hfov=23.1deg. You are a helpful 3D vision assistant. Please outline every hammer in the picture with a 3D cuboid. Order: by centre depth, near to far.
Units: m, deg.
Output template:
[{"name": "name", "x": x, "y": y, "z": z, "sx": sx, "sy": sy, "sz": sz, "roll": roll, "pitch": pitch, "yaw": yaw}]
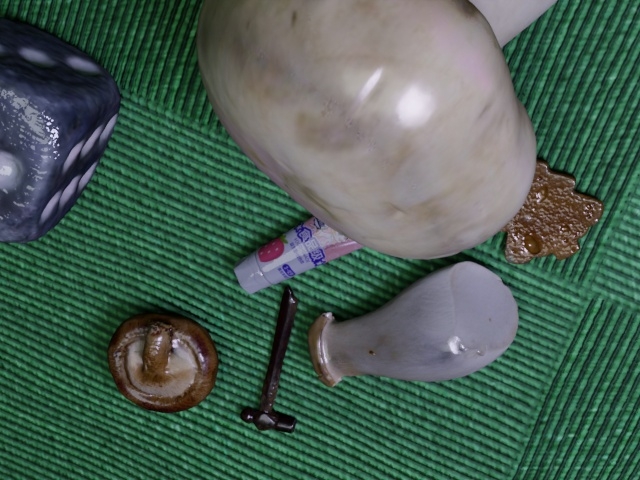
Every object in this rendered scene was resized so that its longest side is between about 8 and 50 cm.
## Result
[{"name": "hammer", "x": -0.044, "y": 0.132, "z": 1.737, "sx": 0.065, "sy": 0.021, "sz": 0.178, "roll": 15, "pitch": 110, "yaw": 9}]

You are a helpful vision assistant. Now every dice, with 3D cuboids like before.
[{"name": "dice", "x": -0.327, "y": -0.116, "z": 1.632, "sx": 0.183, "sy": 0.182, "sz": 0.181, "roll": 28, "pitch": 115, "yaw": 5}]

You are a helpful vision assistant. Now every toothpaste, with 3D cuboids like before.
[{"name": "toothpaste", "x": 0.000, "y": 0.000, "z": 1.667, "sx": 0.194, "sy": 0.043, "sz": 0.067, "roll": -27, "pitch": 99, "yaw": 16}]

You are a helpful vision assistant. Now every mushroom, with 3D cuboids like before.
[{"name": "mushroom", "x": 0.069, "y": -0.143, "z": 1.434, "sx": 0.353, "sy": 0.325, "sz": 0.353, "roll": 2, "pitch": 117, "yaw": 4}, {"name": "mushroom", "x": 0.096, "y": 0.102, "z": 1.655, "sx": 0.225, "sy": 0.093, "sz": 0.116, "roll": -23, "pitch": 87, "yaw": 31}, {"name": "mushroom", "x": -0.176, "y": 0.137, "z": 1.734, "sx": 0.127, "sy": 0.087, "sz": 0.127, "roll": 4, "pitch": 106, "yaw": 15}]

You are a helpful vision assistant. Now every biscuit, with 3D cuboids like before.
[{"name": "biscuit", "x": 0.222, "y": -0.038, "z": 1.602, "sx": 0.119, "sy": 0.019, "sz": 0.130, "roll": -31, "pitch": 100, "yaw": 23}]
